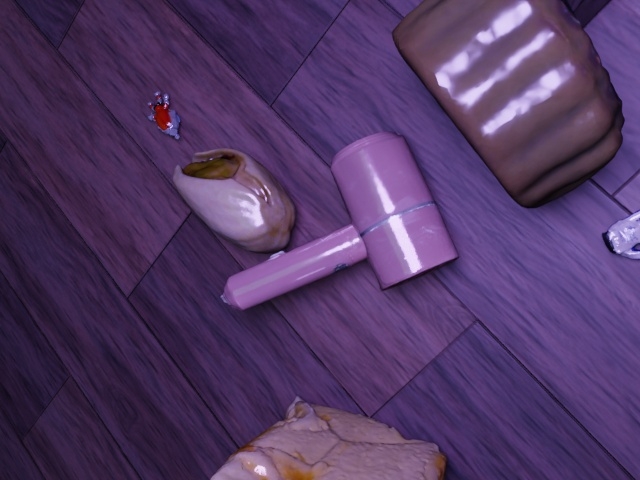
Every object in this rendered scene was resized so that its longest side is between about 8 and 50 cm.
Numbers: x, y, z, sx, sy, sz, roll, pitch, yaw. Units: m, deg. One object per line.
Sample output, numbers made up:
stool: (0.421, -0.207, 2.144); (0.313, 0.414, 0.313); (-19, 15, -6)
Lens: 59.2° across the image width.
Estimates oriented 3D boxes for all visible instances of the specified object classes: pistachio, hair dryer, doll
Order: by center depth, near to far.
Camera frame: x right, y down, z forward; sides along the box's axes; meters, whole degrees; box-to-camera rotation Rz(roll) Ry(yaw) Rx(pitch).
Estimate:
hair dryer: (0.000, 0.000, 0.838); (0.353, 0.125, 0.210); (-23, 81, 6)
pistachio: (-0.141, -0.068, 0.942); (0.238, 0.138, 0.153); (40, 137, 12)
doll: (-0.291, -0.229, 1.063); (0.057, 0.039, 0.114); (-33, 68, -4)

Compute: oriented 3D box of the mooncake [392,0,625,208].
mooncake: (0.227, -0.183, 0.668); (0.161, 0.290, 0.290); (-36, 77, 20)

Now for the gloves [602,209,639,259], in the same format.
gloves: (0.417, -0.006, 0.729); (0.086, 0.026, 0.064); (-29, 82, 20)

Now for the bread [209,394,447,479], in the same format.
bread: (-0.013, 0.456, 0.774); (0.280, 0.390, 0.370); (12, 100, 21)

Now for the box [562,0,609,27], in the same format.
box: (0.277, -0.413, 0.692); (0.153, 0.188, 0.252); (-45, 71, 24)
